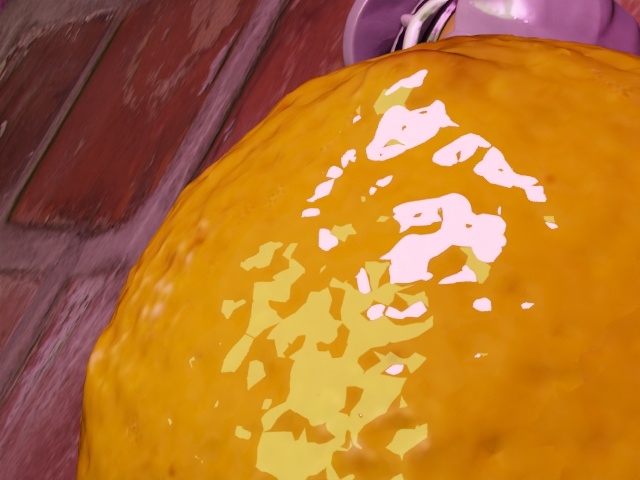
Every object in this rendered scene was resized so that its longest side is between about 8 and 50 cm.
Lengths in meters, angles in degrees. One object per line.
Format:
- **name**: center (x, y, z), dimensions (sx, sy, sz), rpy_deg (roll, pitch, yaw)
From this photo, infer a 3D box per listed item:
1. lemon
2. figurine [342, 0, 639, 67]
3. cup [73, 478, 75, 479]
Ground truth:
- **lemon**: center (0.066, 0.105, 0.628), dimensions (0.387, 0.350, 0.350), rpy_deg (-49, 26, -6)
- **figurine**: center (0.103, -0.107, 1.055), dimensions (0.176, 0.133, 0.236), rpy_deg (-64, 24, 0)
- **cup**: center (-0.032, 0.149, 0.905), dimensions (0.234, 0.186, 0.258), rpy_deg (-55, 0, -22)
